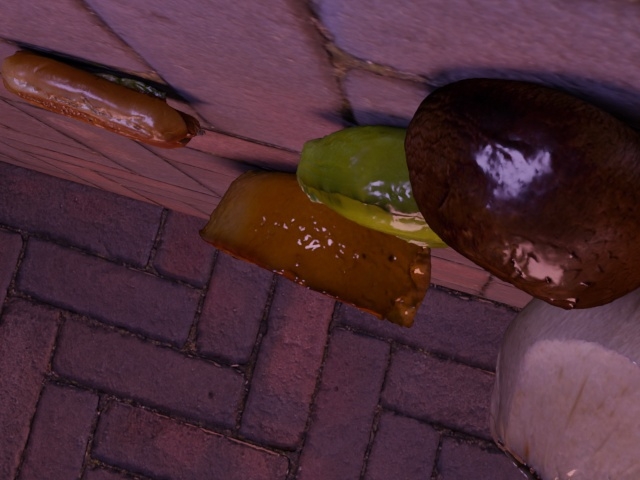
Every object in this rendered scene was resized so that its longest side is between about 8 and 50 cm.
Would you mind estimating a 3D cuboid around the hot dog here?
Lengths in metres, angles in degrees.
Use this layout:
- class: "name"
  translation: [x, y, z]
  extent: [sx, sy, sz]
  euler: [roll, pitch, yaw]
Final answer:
- class: "hot dog"
  translation: [-0.242, -0.157, 0.976]
  extent: [0.235, 0.062, 0.092]
  euler: [19, 175, -4]

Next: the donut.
- class: "donut"
  translation: [0.000, 0.000, 1.383]
  extent: [0.377, 0.164, 0.435]
  euler: [22, 177, 7]

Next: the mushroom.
- class: "mushroom"
  translation: [0.151, -0.028, 0.644]
  extent: [0.194, 0.138, 0.231]
  euler: [18, 175, -13]

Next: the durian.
- class: "durian"
  translation: [0.094, -0.050, 0.830]
  extent: [0.250, 0.101, 0.139]
  euler: [12, 175, 21]

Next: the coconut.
- class: "coconut"
  translation: [0.359, 0.137, 0.809]
  extent: [0.346, 0.360, 0.346]
  euler: [45, 177, 3]
